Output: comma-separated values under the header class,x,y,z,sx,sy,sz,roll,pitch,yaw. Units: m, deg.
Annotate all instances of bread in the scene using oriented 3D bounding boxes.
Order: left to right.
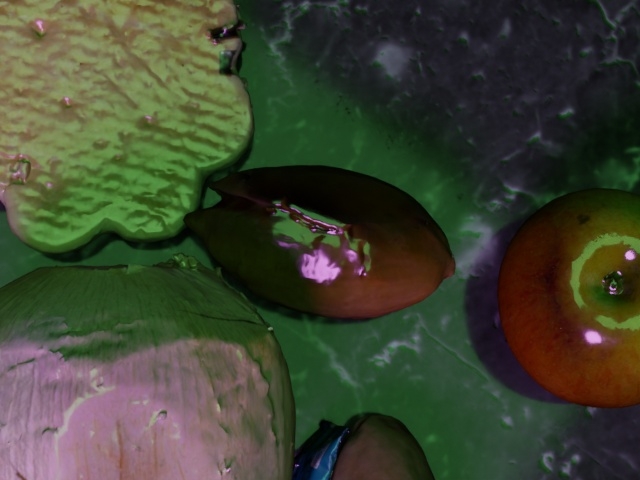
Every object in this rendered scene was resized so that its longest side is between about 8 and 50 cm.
class,x,y,z,sx,sy,sz,roll,pitch,yaw
bread,-0.208,-0.136,1.039,0.316,0.054,0.316,1,83,-5

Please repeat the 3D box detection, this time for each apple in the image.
class,x,y,z,sx,sy,sz,roll,pitch,yaw
apple,0.252,0.049,0.990,0.195,0.196,0.196,0,83,-4

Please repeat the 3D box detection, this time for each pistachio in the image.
class,x,y,z,sx,sy,sz,roll,pitch,yaw
pistachio,0.061,0.244,0.990,0.126,0.108,0.186,-3,75,-31

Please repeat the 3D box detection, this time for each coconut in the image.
class,x,y,z,sx,sy,sz,roll,pitch,yaw
coconut,-0.162,0.141,0.895,0.297,0.297,0.255,-7,95,-5

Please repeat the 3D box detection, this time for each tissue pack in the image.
class,x,y,z,sx,sy,sz,roll,pitch,yaw
tissue pack,-0.017,0.224,0.995,0.028,0.085,0.138,23,81,-13

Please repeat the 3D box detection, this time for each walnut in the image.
class,x,y,z,sx,sy,sz,roll,pitch,yaw
walnut,0.000,0.000,1.001,0.245,0.137,0.137,11,83,-8
